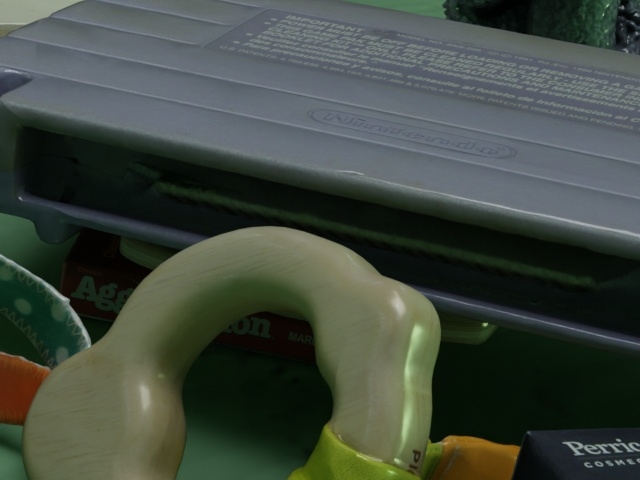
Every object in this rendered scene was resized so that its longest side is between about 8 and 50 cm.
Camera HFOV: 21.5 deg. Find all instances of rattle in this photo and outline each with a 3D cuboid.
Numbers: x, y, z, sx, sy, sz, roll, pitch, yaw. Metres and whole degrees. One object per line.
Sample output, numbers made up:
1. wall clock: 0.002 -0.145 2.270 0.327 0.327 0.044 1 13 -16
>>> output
1. rattle: -0.027 0.062 0.568 0.200 0.130 0.143 -3 -2 39

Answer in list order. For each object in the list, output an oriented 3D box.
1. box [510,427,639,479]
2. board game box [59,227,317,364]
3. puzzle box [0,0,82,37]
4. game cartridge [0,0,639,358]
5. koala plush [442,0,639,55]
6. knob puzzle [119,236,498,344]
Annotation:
1. box: 0.146 0.128 0.470 0.156 0.093 0.158 1 25 -24
2. board game box: -0.026 -0.023 0.805 0.145 0.027 0.281 10 24 -1
3. puzzle box: -0.242 -0.161 0.942 0.272 0.052 0.409 -3 26 -23
4. game cartridge: 0.049 -0.033 0.659 0.355 0.068 0.230 13 19 16
5. koala plush: 0.187 -0.082 0.904 0.221 0.203 0.196 43 32 14
6. knob puzzle: 0.000 0.000 0.695 0.213 0.030 0.213 11 23 -5
